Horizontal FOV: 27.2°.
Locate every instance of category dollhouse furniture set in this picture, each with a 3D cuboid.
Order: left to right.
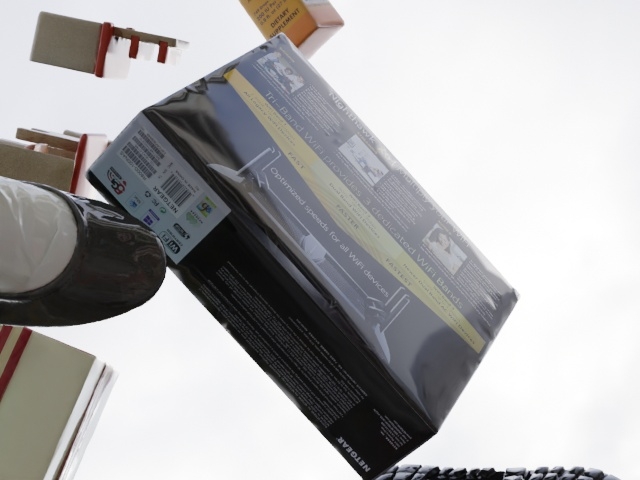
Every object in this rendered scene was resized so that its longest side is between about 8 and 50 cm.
[{"bbox_3d":[-0.225,-0.083,1.286,0.135,0.262,0.259,13,-83,5],"label":"dollhouse furniture set"}]

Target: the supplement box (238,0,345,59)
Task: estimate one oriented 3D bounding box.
[{"bbox_3d":[-0.073,-0.340,1.674,0.078,0.233,0.080,-41,-13,31],"label":"supplement box"}]

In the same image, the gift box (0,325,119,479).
[{"bbox_3d":[-0.422,0.223,1.617,0.276,0.258,0.255,20,-11,7],"label":"gift box"}]

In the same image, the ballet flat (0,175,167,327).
[{"bbox_3d":[-0.241,-0.003,0.843,0.280,0.095,0.096,7,-17,5],"label":"ballet flat"}]

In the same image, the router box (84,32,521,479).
[{"bbox_3d":[0.000,0.000,1.030,0.081,0.309,0.243,-42,0,32],"label":"router box"}]

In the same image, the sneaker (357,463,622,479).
[{"bbox_3d":[0.139,0.239,0.965,0.107,0.283,0.124,-29,-74,-38],"label":"sneaker"}]
